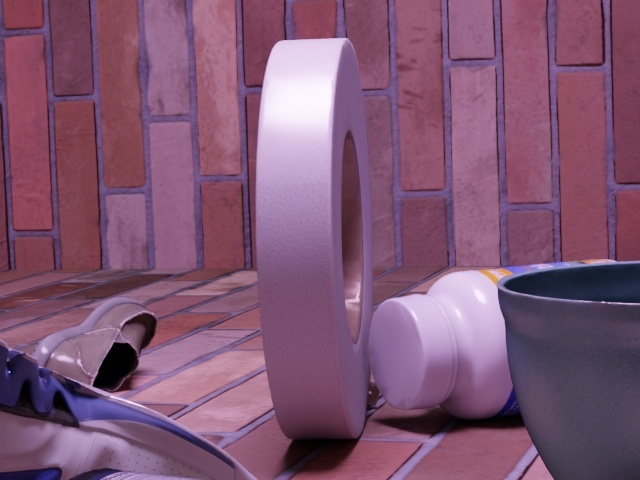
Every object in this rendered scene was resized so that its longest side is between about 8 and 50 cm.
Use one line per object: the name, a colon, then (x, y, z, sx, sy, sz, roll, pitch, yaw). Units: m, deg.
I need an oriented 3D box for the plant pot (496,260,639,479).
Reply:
plant pot: (0.273, 0.123, 1.248, 0.293, 0.196, 0.293, -2, 5, 0)

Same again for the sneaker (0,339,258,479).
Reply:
sneaker: (-0.211, 0.179, 1.256, 0.315, 0.182, 0.127, 29, -11, -31)

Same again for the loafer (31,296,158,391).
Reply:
loafer: (-0.249, 0.138, 2.059, 0.087, 0.094, 0.251, 25, 22, 15)

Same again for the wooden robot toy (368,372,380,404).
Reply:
wooden robot toy: (0.030, 0.140, 1.943, 0.079, 0.076, 0.173, 8, 0, -30)

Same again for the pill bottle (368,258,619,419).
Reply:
pill bottle: (0.193, 0.102, 1.808, 0.272, 0.152, 0.152, -4, 5, -28)

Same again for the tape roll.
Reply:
tape roll: (0.000, 0.000, 1.717, 0.072, 0.392, 0.392, -1, 5, 6)

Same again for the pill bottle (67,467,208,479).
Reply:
pill bottle: (-0.092, 0.194, 1.004, 0.219, 0.122, 0.123, 1, 5, 34)
